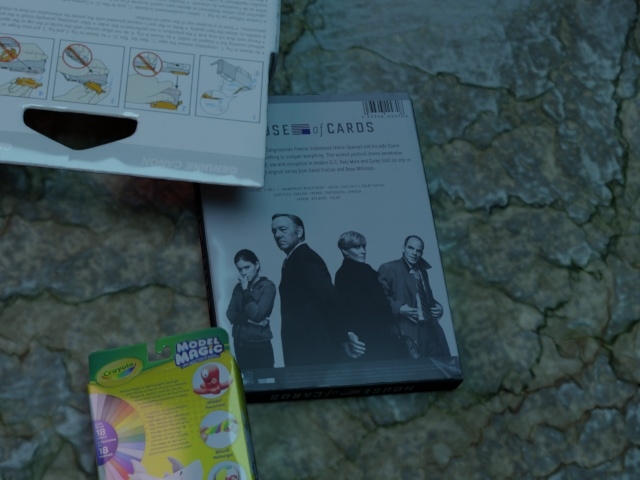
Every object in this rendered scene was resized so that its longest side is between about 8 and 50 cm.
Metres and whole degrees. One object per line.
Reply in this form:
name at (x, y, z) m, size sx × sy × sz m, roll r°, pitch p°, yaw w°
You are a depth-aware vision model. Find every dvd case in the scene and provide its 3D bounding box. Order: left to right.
dvd case at (0.000, 0.000, 1.171) m, size 0.179 × 0.029 × 0.239 m, roll -2°, pitch 65°, yaw -15°

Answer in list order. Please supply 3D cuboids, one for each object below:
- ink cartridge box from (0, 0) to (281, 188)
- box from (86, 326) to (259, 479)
ink cartridge box at (-0.169, -0.144, 1.169) m, size 0.275 × 0.060 × 0.239 m, roll 5°, pitch 65°, yaw -6°
box at (-0.096, 0.151, 1.054) m, size 0.105 × 0.043 × 0.179 m, roll -11°, pitch 69°, yaw 2°
